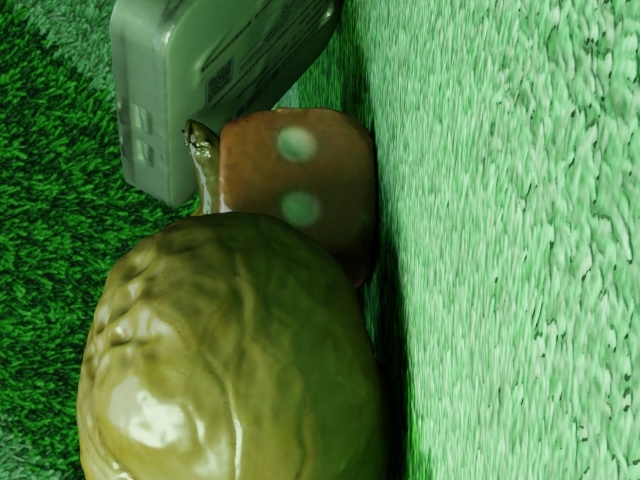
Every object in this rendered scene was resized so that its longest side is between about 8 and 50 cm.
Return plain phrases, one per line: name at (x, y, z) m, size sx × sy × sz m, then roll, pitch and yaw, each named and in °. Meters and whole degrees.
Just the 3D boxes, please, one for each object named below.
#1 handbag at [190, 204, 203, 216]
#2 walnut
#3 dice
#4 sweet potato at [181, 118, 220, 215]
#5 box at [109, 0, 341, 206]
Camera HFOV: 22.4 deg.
handbag at (-0.088, 0.081, 2.236) m, size 0.401 × 0.133 × 0.283 m, roll 78°, pitch -150°, yaw -50°
walnut at (-0.082, 0.161, 1.595) m, size 0.398 × 0.308 × 0.354 m, roll -105°, pitch 27°, yaw -51°
dice at (-0.029, -0.043, 1.809) m, size 0.174 × 0.175 × 0.179 m, roll 101°, pitch 172°, yaw -70°
sweet potato at (-0.087, 0.061, 1.923) m, size 0.130 × 0.131 × 0.422 m, roll 106°, pitch 154°, yaw -74°
box at (-0.106, -0.275, 2.027) m, size 0.396 × 0.111 × 0.396 m, roll -49°, pitch -18°, yaw -28°
